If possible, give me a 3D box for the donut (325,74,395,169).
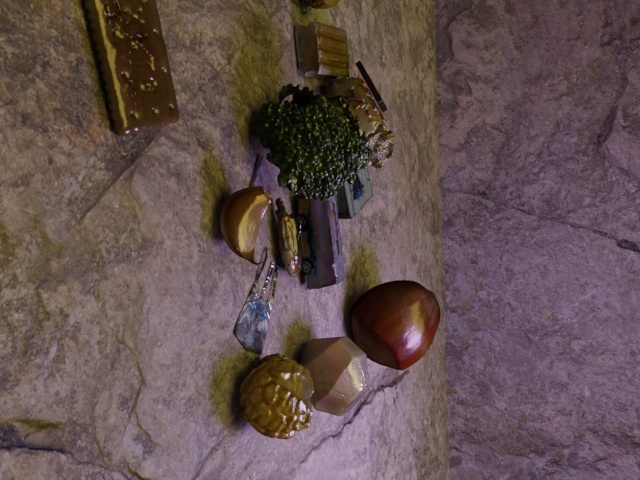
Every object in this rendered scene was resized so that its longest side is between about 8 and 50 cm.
[{"bbox_3d":[0.145,-0.438,2.232,0.308,0.150,0.371,66,12,23],"label":"donut"}]

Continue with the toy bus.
[{"bbox_3d":[0.000,0.000,2.030,0.112,0.137,0.317,-29,113,-60],"label":"toy bus"}]

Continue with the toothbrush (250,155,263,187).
[{"bbox_3d":[-0.189,-0.163,1.773,0.013,0.019,0.193,53,42,-50],"label":"toothbrush"}]

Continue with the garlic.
[{"bbox_3d":[-0.205,-0.040,1.637,0.115,0.128,0.207,158,-59,-70],"label":"garlic"}]

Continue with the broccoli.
[{"bbox_3d":[-0.029,-0.292,1.825,0.334,0.272,0.324,-30,120,-26],"label":"broccoli"}]

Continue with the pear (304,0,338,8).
[{"bbox_3d":[0.006,-0.833,2.045,0.162,0.148,0.149,-57,139,-40],"label":"pear"}]

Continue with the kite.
[{"bbox_3d":[-0.174,0.169,1.801,0.169,0.015,0.310,46,49,-54],"label":"kite"}]

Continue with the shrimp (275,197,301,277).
[{"bbox_3d":[-0.087,-0.013,1.927,0.145,0.059,0.255,-29,112,-71],"label":"shrimp"}]

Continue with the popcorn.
[{"bbox_3d":[-0.114,0.438,1.738,0.250,0.189,0.250,40,43,-51],"label":"popcorn"}]

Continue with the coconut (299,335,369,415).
[{"bbox_3d":[0.038,0.426,2.023,0.259,0.259,0.260,0,90,-65],"label":"coconut"}]

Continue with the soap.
[{"bbox_3d":[0.014,-0.645,2.127,0.274,0.089,0.174,-23,108,-63],"label":"soap"}]

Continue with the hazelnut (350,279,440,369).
[{"bbox_3d":[0.295,0.328,2.434,0.365,0.365,0.366,0,90,-65],"label":"hazelnut"}]

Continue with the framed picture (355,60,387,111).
[{"bbox_3d":[0.184,-0.552,2.241,0.169,0.023,0.128,62,11,10],"label":"framed picture"}]

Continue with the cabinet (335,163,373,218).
[{"bbox_3d":[0.076,-0.181,2.179,0.206,0.150,0.145,-48,132,-54],"label":"cabinet"}]

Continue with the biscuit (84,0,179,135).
[{"bbox_3d":[-0.393,-0.395,1.319,0.217,0.044,0.325,-36,121,-58],"label":"biscuit"}]
